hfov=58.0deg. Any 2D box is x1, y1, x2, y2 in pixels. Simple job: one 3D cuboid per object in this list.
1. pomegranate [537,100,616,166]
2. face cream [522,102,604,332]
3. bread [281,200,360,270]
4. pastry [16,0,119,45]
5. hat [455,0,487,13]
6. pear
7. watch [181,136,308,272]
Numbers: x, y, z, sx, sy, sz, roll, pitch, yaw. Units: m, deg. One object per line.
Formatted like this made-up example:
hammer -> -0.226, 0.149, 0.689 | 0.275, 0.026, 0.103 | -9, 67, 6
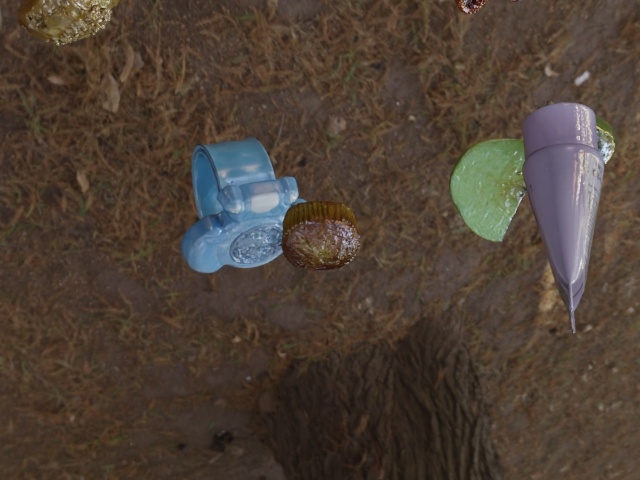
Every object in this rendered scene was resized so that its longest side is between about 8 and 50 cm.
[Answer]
pomegranate -> 0.620, -0.256, 1.445 | 0.187, 0.225, 0.187 | -13, 145, -9
face cream -> 0.306, -0.031, 0.719 | 0.096, 0.273, 0.154 | -3, 160, 21
bread -> 0.000, 0.000, 0.605 | 0.085, 0.053, 0.085 | -4, 139, -3
pastry -> -0.527, -0.563, 1.279 | 0.162, 0.255, 0.310 | 31, 73, -39
hat -> 0.346, -0.637, 1.369 | 0.094, 0.162, 0.112 | -21, 171, 21
pear -> 0.445, -0.168, 1.602 | 0.239, 0.139, 0.287 | 15, 107, -26
watch -> -0.124, -0.068, 0.877 | 0.211, 0.193, 0.211 | -21, 146, -15
